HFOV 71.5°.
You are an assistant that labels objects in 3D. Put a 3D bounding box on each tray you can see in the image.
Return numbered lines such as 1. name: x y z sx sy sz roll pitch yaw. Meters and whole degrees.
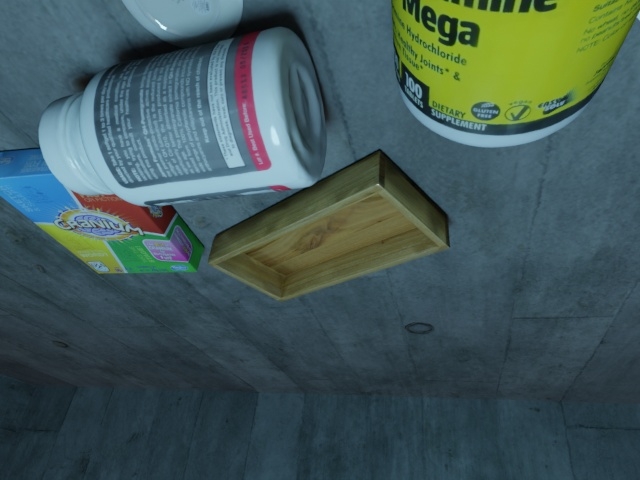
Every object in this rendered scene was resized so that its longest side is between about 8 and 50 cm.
1. tray: 0.000 0.000 0.819 0.411 0.076 0.203 -21 138 38

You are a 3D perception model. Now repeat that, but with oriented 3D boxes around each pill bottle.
1. pill bottle: -0.166 -0.135 0.542 0.319 0.176 0.176 -5 146 17
2. pill bottle: 0.136 -0.229 0.289 0.188 0.188 0.334 -1 156 12

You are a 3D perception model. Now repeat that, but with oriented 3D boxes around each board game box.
1. board game box: -0.398 -0.043 0.830 0.242 0.064 0.316 -2 147 13

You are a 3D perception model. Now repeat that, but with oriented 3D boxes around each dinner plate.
1. dinner plate: -0.155 -0.268 0.482 0.141 0.017 0.141 4 148 2

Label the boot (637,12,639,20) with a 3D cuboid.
1. boot: 0.329 -0.236 0.394 0.190 0.069 0.086 23 147 -22
